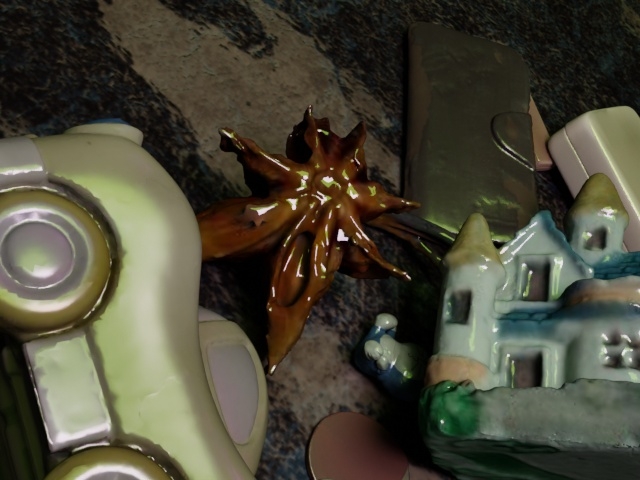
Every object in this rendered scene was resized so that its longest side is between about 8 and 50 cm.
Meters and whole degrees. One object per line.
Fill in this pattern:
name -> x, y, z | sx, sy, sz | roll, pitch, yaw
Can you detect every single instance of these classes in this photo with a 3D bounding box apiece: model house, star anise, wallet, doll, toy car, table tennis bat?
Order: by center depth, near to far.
toy car -> -0.125, 0.106, 0.586 | 0.226, 0.242, 0.336 | -9, 70, -31
model house -> 0.241, 0.053, 0.772 | 0.194, 0.267, 0.325 | 54, 41, -52
table tennis bat -> 0.054, 0.221, 0.772 | 0.158, 0.014, 0.095 | 39, 50, -3
star anise -> 0.008, -0.001, 0.795 | 0.346, 0.148, 0.238 | 0, 86, -33
doll -> 0.073, 0.115, 0.819 | 0.083, 0.050, 0.076 | 37, 35, -6
wallet -> 0.177, -0.127, 1.004 | 0.165, 0.042, 0.310 | 11, 58, -9

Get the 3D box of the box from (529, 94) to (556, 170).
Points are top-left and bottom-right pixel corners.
box -> 0.266, -0.143, 1.090 | 0.048, 0.025, 0.115 | -4, 66, -37

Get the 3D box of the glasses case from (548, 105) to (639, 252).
glasses case -> 0.404, -0.015, 1.055 | 0.131, 0.070, 0.313 | -14, 75, -41
